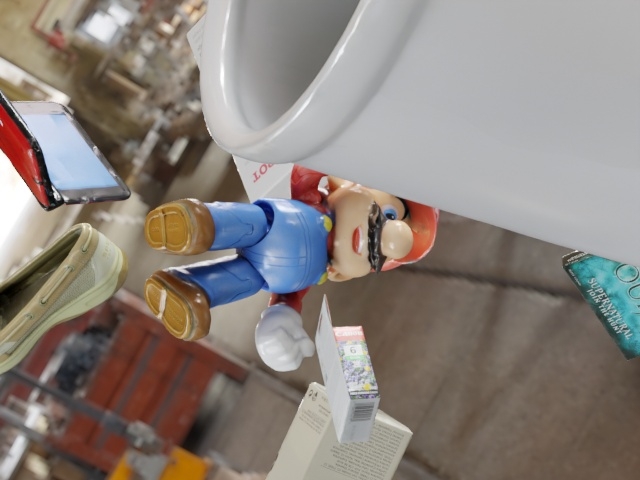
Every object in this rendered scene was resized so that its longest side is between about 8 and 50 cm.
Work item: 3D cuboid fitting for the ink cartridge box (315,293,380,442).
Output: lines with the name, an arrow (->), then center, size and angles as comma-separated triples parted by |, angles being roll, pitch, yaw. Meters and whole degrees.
ink cartridge box -> 0.022, 0.107, 1.233 | 0.063, 0.029, 0.115 | 101, 162, -46

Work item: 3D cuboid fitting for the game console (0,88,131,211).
game console -> -0.241, -0.101, 1.275 | 0.085, 0.144, 0.124 | -29, -32, -19

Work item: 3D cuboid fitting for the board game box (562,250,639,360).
board game box -> 0.414, 0.068, 1.895 | 0.126, 0.186, 0.026 | -25, 31, 25

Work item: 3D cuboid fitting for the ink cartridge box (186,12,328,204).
ink cartridge box -> -0.033, -0.221, 1.984 | 0.226, 0.131, 0.306 | -41, 57, 33

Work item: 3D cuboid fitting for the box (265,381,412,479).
box -> -0.009, 0.313, 1.670 | 0.275, 0.113, 0.094 | -63, 25, 0

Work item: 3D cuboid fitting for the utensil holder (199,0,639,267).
utensil holder -> 0.153, -0.166, 1.053 | 0.327, 0.386, 0.327 | -44, 38, 48

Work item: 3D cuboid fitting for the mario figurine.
mario figurine -> 0.000, 0.000, 1.390 | 0.321, 0.170, 0.198 | -15, -29, -38

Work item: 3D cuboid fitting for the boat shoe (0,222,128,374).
boat shoe -> -0.198, 0.041, 0.941 | 0.153, 0.048, 0.056 | -30, 45, 13
